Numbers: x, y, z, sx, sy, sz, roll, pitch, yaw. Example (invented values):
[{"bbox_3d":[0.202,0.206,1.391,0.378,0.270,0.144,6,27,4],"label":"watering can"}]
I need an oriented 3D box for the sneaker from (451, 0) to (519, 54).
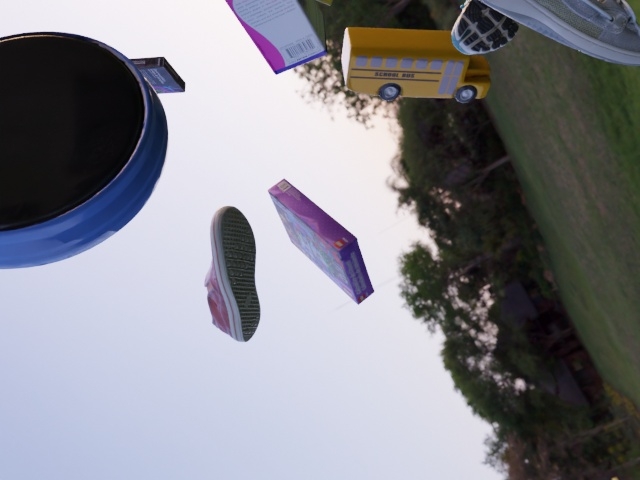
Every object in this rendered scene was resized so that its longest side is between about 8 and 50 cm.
[{"bbox_3d":[0.313,-0.426,1.161,0.107,0.110,0.275,46,-123,-16],"label":"sneaker"}]

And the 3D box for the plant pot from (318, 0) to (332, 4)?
[{"bbox_3d":[-0.062,-0.541,1.007,0.212,0.187,0.212,8,-143,-34],"label":"plant pot"}]

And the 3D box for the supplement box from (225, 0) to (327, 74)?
[{"bbox_3d":[-0.084,-0.418,1.083,0.220,0.111,0.114,50,-150,-51],"label":"supplement box"}]

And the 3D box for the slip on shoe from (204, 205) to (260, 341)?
[{"bbox_3d":[-0.191,0.072,1.257,0.123,0.101,0.331,-54,-27,-44],"label":"slip on shoe"}]

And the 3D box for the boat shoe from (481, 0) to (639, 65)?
[{"bbox_3d":[0.317,-0.319,0.810,0.320,0.103,0.118,20,-154,-13],"label":"boat shoe"}]

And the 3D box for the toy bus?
[{"bbox_3d":[0.218,-0.396,1.395,0.130,0.332,0.108,98,169,-49],"label":"toy bus"}]

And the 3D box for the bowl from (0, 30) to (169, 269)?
[{"bbox_3d":[-0.421,-0.148,0.895,0.077,0.391,0.391,90,160,-61],"label":"bowl"}]

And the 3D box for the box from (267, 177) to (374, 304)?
[{"bbox_3d":[0.000,0.000,1.471,0.293,0.057,0.201,41,162,41],"label":"box"}]

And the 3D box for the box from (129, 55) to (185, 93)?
[{"bbox_3d":[-0.383,-0.347,1.320,0.116,0.162,0.029,53,-140,-73],"label":"box"}]
